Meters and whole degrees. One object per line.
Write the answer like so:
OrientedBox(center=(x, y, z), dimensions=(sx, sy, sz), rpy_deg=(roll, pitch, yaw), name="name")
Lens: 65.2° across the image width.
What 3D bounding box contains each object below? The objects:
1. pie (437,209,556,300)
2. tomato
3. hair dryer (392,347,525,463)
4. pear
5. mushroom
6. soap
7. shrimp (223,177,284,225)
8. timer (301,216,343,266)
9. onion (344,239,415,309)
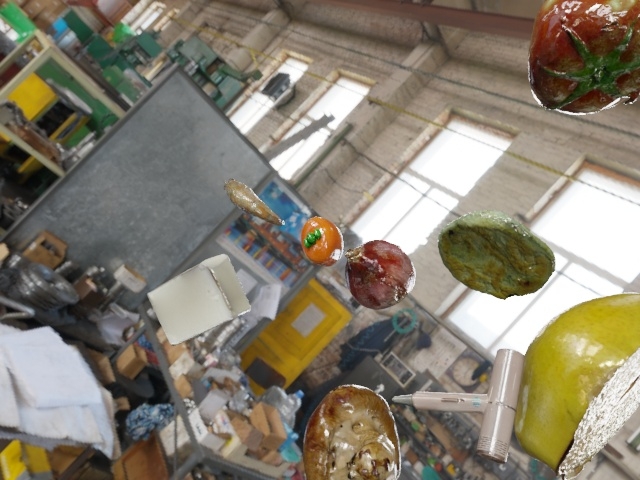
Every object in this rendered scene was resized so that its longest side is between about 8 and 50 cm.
OrientedBox(center=(0.284, 0.024, 0.820), dimensions=(0.187, 0.041, 0.186), rpy_deg=(23, -38, 19), name="pie")
OrientedBox(center=(0.600, -0.439, 1.107), dimensions=(0.304, 0.238, 0.303), rpy_deg=(6, -32, 4), name="tomato")
OrientedBox(center=(0.254, 0.284, 0.942), dimensions=(0.221, 0.195, 0.053), rpy_deg=(6, -30, 33), name="hair dryer")
OrientedBox(center=(0.520, 0.263, 0.999), dimensions=(0.191, 0.386, 0.340), rpy_deg=(41, -4, 44), name="pear")
OrientedBox(center=(0.089, 0.483, 1.113), dimensions=(0.267, 0.267, 0.255), rpy_deg=(46, -7, -38), name="mushroom")
OrientedBox(center=(-0.234, 0.115, 0.952), dimensions=(0.064, 0.183, 0.121), rpy_deg=(-22, 86, -61), name="soap")
OrientedBox(center=(-0.148, -0.083, 1.085), dimensions=(0.126, 0.047, 0.223), rpy_deg=(32, 4, -38), name="shrimp")
OrientedBox(center=(0.000, 0.000, 1.278), dimensions=(0.136, 0.099, 0.136), rpy_deg=(59, 12, -21), name="timer")
OrientedBox(center=(0.116, 0.065, 1.099), dimensions=(0.195, 0.159, 0.159), rpy_deg=(37, 3, -46), name="onion")
